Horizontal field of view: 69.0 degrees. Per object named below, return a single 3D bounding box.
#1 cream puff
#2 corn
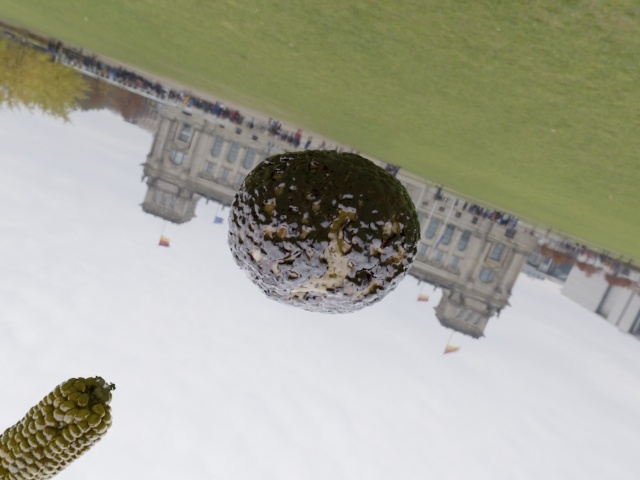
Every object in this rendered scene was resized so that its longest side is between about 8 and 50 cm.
[{"bbox_3d":[0.000,0.000,0.572,0.238,0.165,0.239,9,156,4],"label":"cream puff"},{"bbox_3d":[-0.421,0.311,0.638,0.102,0.313,0.102,49,175,6],"label":"corn"}]
